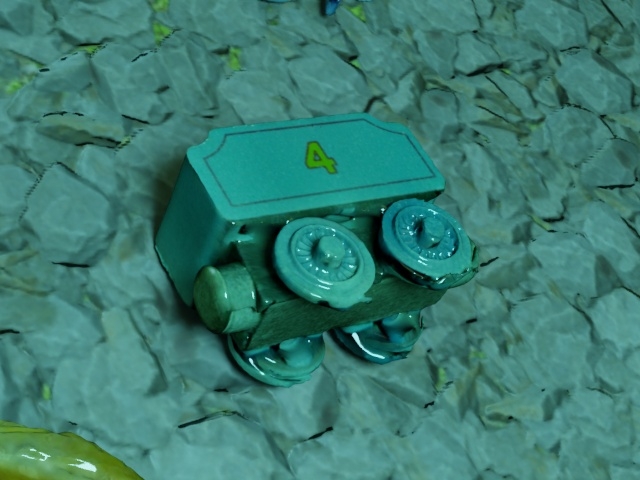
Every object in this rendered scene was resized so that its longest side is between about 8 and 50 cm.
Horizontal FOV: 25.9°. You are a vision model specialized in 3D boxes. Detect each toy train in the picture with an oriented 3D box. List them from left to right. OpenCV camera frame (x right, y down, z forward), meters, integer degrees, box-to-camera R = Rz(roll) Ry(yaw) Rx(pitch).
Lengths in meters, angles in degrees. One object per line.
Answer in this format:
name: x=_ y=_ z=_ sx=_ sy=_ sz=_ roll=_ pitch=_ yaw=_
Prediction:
toy train: x=0.000 y=0.000 z=0.858 sx=0.198 sy=0.107 sz=0.154 roll=-10 pitch=54 yaw=-33

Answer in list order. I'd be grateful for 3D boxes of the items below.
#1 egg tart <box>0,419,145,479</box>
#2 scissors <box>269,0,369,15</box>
egg tart: x=-0.160 y=0.227 z=0.579 sx=0.319 sy=0.128 sz=0.319 roll=16 pitch=51 yaw=-20
scissors: x=-0.040 y=-0.334 z=1.138 sx=0.180 sy=0.032 sz=0.393 roll=1 pitch=57 yaw=-28
